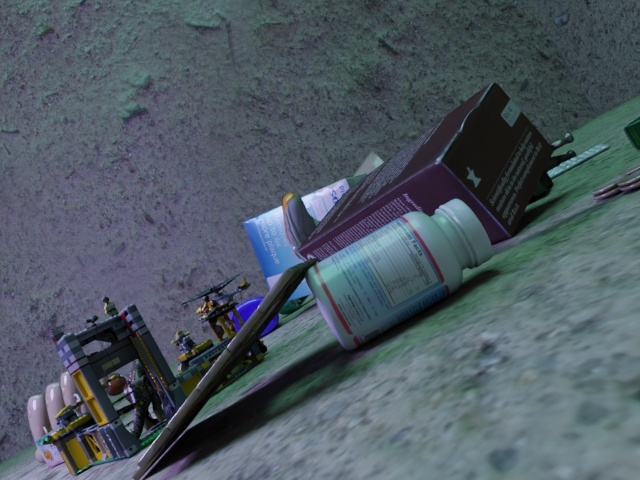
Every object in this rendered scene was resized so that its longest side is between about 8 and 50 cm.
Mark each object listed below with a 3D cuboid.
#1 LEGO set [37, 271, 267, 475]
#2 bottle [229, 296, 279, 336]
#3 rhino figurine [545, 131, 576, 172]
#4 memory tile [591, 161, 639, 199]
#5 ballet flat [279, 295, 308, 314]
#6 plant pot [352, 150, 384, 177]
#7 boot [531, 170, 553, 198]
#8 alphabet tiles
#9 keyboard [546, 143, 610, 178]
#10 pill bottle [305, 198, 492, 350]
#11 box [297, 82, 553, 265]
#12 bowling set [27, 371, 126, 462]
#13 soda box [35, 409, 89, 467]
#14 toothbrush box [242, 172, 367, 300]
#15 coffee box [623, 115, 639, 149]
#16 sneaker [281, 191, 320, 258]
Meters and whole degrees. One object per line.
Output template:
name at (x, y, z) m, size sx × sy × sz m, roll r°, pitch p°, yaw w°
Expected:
LEGO set at (-0.257, 0.168, 0.712) m, size 0.331 × 0.192 × 0.255 m, roll -28°, pitch -3°, yaw -38°
bottle at (-0.173, 0.199, 1.243) m, size 0.118 × 0.092 × 0.283 m, roll -23°, pitch -4°, yaw -12°
rhino figurine at (0.501, -0.182, 1.126) m, size 0.106 × 0.073 × 0.243 m, roll -27°, pitch -3°, yaw 5°
memory tile at (0.342, -0.083, 0.455) m, size 0.148 × 0.012 × 0.113 m, roll -30°, pitch -2°, yaw -12°
ballet flat at (-0.042, 0.128, 1.422) m, size 0.087 × 0.083 × 0.247 m, roll -23°, pitch 18°, yaw 44°
plant pot at (0.127, -0.041, 1.223) m, size 0.274 × 0.256 × 0.256 m, roll -46°, pitch -5°, yaw 11°
boot at (0.299, -0.067, 0.862) m, size 0.208 × 0.076 × 0.189 m, roll -39°, pitch -9°, yaw 33°
alphabet tiles at (-0.085, 0.115, 0.468) m, size 0.237 × 0.009 × 0.198 m, roll -52°, pitch -4°, yaw 3°
keyboard at (0.444, -0.122, 0.967) m, size 0.256 × 0.014 × 0.072 m, roll -31°, pitch -2°, yaw 19°
pill bottle at (0.073, 0.028, 0.450) m, size 0.160 × 0.087 × 0.087 m, roll -29°, pitch -2°, yaw 0°
box at (0.138, -0.052, 0.749) m, size 0.191 × 0.143 × 0.381 m, roll -51°, pitch 8°, yaw -32°
bowling set at (-0.530, 0.393, 1.110) m, size 0.199 × 0.154 × 0.287 m, roll -1°, pitch -24°, yaw -45°
soda box at (-0.464, 0.370, 0.905) m, size 0.183 × 0.063 × 0.058 m, roll -31°, pitch -3°, yaw 34°
toothbrush box at (0.000, 0.000, 1.110) m, size 0.295 × 0.217 × 0.126 m, roll -19°, pitch 4°, yaw 29°
coffee box at (0.504, -0.188, 0.613) m, size 0.113 × 0.040 × 0.184 m, roll -28°, pitch -3°, yaw -36°
sneaker at (0.012, 0.004, 0.951) m, size 0.121 × 0.262 × 0.099 m, roll -22°, pitch 34°, yaw 7°
